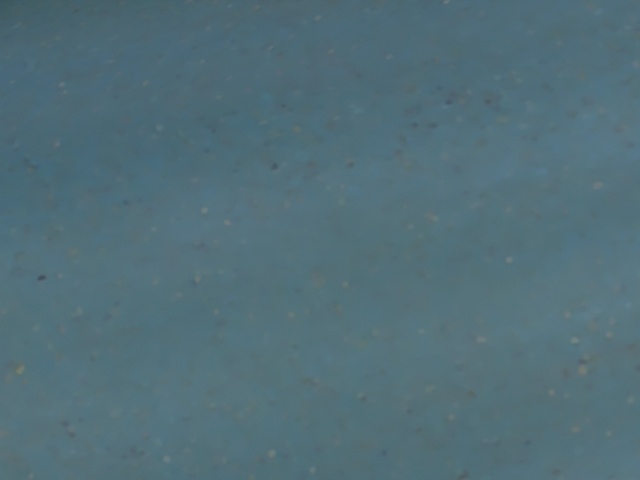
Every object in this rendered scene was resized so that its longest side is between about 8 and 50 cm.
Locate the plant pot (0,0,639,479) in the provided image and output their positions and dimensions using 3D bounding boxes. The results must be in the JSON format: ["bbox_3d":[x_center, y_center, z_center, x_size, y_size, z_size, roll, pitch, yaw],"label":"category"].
[{"bbox_3d":[-0.013,0.041,0.451,0.334,0.341,0.341,-14,78,15],"label":"plant pot"}]
